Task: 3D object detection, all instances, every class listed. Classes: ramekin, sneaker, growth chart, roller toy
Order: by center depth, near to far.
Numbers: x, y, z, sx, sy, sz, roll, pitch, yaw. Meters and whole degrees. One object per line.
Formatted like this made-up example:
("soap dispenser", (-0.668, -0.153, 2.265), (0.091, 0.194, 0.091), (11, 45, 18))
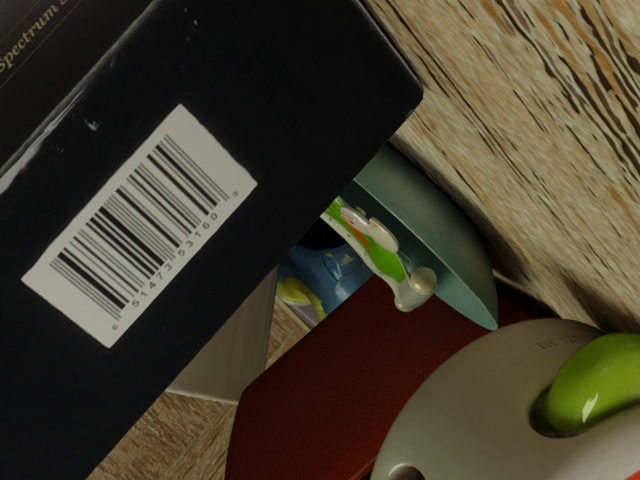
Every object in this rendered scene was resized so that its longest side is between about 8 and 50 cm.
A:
("roller toy", (0.128, 0.149, 1.016), (0.191, 0.209, 0.146), (38, 180, -44))
("growth chart", (-0.015, -0.035, 1.156), (0.237, 0.021, 0.172), (40, 174, 12))
("ramekin", (-0.165, 0.042, 1.493), (0.277, 0.135, 0.277), (13, 177, 1))
("sneaker", (0.000, 0.000, 1.552), (0.240, 0.091, 0.126), (35, 153, 59))

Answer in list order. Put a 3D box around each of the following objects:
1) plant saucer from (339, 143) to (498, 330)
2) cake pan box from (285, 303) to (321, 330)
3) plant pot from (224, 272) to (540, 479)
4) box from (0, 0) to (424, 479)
("plant saucer", (0.046, -0.022, 1.114), (0.195, 0.037, 0.195), (42, 176, 3))
("cake pan box", (0.074, 0.137, 2.176), (0.267, 0.070, 0.246), (39, 176, 33))
("plant pot", (0.086, 0.163, 1.302), (0.267, 0.267, 0.236), (45, -172, -31))
("box", (-0.171, -0.070, 0.868), (0.294, 0.296, 0.183), (38, 174, 39))
